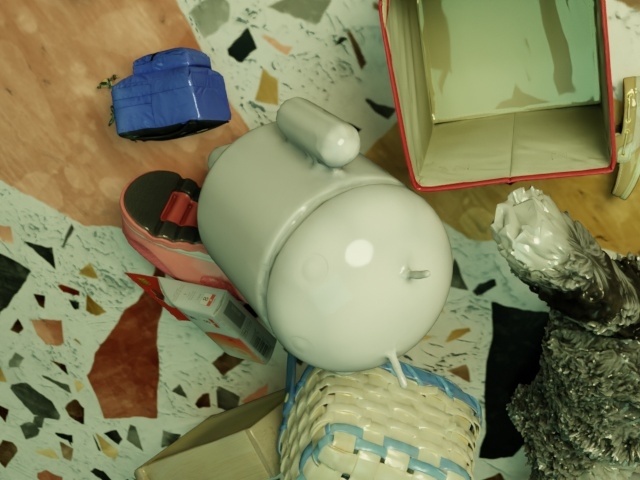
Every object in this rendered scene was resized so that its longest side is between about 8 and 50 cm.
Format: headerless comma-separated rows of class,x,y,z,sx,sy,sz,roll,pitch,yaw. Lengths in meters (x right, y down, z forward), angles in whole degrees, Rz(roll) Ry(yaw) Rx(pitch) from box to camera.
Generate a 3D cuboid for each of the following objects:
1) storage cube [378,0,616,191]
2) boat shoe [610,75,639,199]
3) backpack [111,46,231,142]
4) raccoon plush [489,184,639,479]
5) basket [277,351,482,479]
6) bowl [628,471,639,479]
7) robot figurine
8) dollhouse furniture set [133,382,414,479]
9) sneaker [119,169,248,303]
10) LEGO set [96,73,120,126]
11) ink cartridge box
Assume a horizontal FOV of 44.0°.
storage cube,0.172,-0.178,0.751,0.183,0.193,0.215,-5,120,18
boat shoe,0.325,-0.110,0.841,0.045,0.050,0.135,12,114,12
backpack,-0.178,-0.165,0.918,0.120,0.098,0.101,-11,88,22
raccoon plush,0.260,0.129,0.905,0.446,0.216,0.299,42,126,-17
basket,0.065,0.224,0.965,0.254,0.289,0.201,23,121,-4
bowl,0.407,0.413,1.090,0.297,0.134,0.298,8,123,12
robot figurine,0.000,0.000,0.830,0.199,0.353,0.300,-21,128,-21
dollhouse furniture set,-0.042,0.428,1.104,0.256,0.362,0.394,-28,91,39
sneaker,-0.116,0.022,1.028,0.313,0.116,0.136,29,149,-8
LEGO set,-0.241,-0.165,0.981,0.054,0.023,0.083,-7,106,17
ink cartridge box,-0.166,0.102,1.050,0.179,0.045,0.145,5,150,30
